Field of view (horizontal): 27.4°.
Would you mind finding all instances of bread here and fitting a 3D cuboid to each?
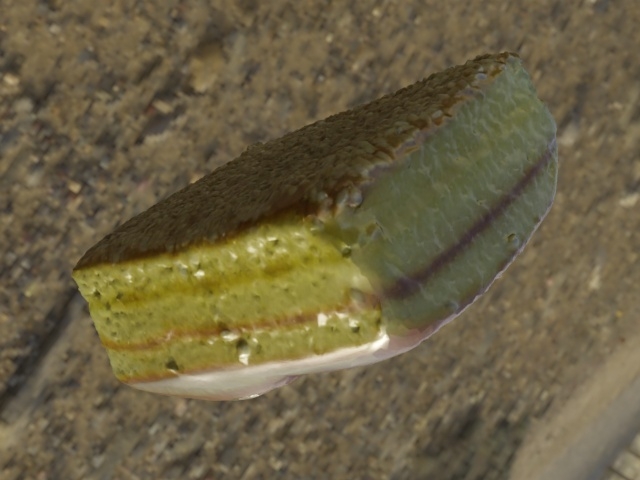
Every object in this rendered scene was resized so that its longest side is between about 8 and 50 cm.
[{"bbox_3d":[0.000,0.000,0.725,0.234,0.110,0.184,-15,-162,47],"label":"bread"}]
